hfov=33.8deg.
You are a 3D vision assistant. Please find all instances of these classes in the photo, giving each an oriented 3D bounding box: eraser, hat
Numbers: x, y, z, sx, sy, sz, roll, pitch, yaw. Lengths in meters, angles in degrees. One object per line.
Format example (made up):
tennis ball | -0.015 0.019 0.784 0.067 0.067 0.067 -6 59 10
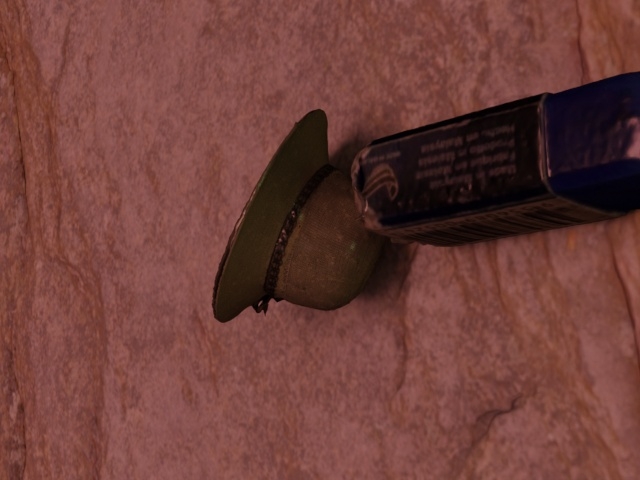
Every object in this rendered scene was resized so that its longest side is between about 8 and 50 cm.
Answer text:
eraser | 0.189 -0.066 0.962 0.332 0.155 0.102 -13 75 43
hat | 0.000 0.000 1.137 0.130 0.257 0.257 27 106 10
